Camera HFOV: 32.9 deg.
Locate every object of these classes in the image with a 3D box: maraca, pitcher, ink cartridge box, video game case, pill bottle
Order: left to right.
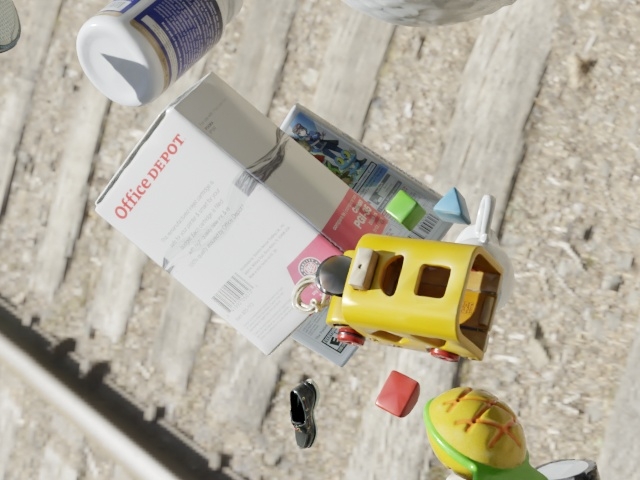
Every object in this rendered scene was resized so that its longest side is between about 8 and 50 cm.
[{"bbox_3d":[-0.240,-0.334,1.680,0.153,0.153,0.264,-18,25,46],"label":"pill bottle"},{"bbox_3d":[-0.095,-0.031,1.296,0.207,0.283,0.117,-45,7,38],"label":"ink cartridge box"},{"bbox_3d":[0.000,0.000,1.671,0.329,0.300,0.036,-54,10,22],"label":"video game case"},{"bbox_3d":[0.265,0.026,1.818,0.207,0.126,0.177,-67,-14,-70],"label":"pitcher"},{"bbox_3d":[0.194,0.243,1.283,0.185,0.127,0.099,54,134,50],"label":"maraca"}]

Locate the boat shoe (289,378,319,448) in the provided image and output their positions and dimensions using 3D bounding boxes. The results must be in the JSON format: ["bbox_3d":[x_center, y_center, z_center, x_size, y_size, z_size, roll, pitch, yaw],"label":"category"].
[{"bbox_3d":[-0.030,0.279,1.714,0.049,0.042,0.133,36,135,39],"label":"boat shoe"}]

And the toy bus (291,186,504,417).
[{"bbox_3d":[0.063,0.043,0.993,0.202,0.104,0.191,-37,56,9],"label":"toy bus"}]

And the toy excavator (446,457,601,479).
[{"bbox_3d":[0.268,0.451,1.682,0.445,0.433,0.222,-11,95,50],"label":"toy excavator"}]

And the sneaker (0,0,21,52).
[{"bbox_3d":[-0.454,-0.345,1.322,0.122,0.283,0.110,10,51,45],"label":"sneaker"}]

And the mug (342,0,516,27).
[{"bbox_3d":[0.042,-0.283,0.708,0.328,0.374,0.276,105,145,-70],"label":"mug"}]
